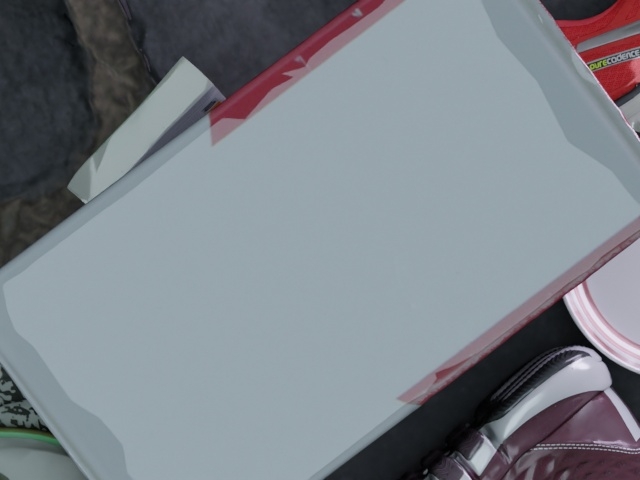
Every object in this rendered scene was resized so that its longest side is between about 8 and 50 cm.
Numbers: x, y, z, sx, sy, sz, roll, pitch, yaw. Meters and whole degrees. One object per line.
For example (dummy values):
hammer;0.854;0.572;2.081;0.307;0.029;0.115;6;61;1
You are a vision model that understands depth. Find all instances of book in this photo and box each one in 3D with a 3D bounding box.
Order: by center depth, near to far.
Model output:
book;-0.096;-0.056;1.131;0.035;0.144;0.096;44;90;1

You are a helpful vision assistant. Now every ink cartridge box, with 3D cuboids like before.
ink cartridge box;0.000;0.000;1.011;0.279;0.385;0.160;-38;92;1

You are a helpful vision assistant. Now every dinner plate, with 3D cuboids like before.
dinner plate;0.209;0.017;1.173;0.141;0.017;0.141;2;72;-7

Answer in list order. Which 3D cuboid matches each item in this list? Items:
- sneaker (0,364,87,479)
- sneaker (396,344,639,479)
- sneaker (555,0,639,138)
sneaker;-0.316;0.113;1.165;0.410;0.158;0.182;-1;58;3
sneaker;0.098;0.205;1.147;0.281;0.106;0.162;-42;92;0
sneaker;0.241;-0.168;1.149;0.279;0.107;0.118;-39;79;-2
